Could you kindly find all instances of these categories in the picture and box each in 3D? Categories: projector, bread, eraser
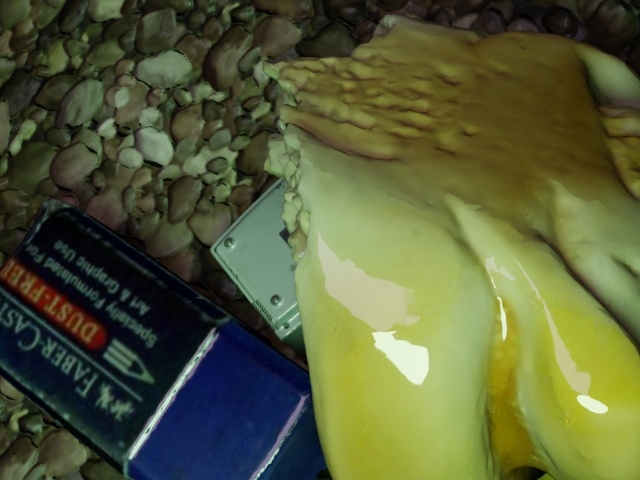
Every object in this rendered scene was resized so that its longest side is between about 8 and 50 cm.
[{"bbox_3d":[0.000,0.000,1.313,0.147,0.061,0.115,-43,60,4],"label":"projector"},{"bbox_3d":[0.110,-0.002,1.071,0.245,0.329,0.424,-22,22,22],"label":"bread"},{"bbox_3d":[-0.138,0.104,1.308,0.332,0.101,0.155,33,86,32],"label":"eraser"}]

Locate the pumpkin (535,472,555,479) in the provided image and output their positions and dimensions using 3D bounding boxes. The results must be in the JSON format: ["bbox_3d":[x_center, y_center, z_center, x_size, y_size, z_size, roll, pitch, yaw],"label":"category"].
[{"bbox_3d":[0.222,0.246,1.092,0.217,0.110,0.217,-13,51,17],"label":"pumpkin"}]
